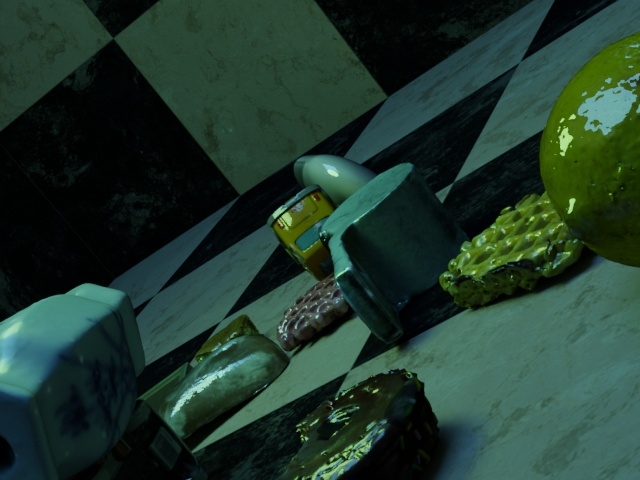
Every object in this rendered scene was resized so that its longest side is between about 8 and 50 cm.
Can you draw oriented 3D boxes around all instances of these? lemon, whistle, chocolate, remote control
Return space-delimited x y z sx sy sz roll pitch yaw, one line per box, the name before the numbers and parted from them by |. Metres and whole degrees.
lemon | 0.378 -0.098 1.419 0.310 0.258 0.258 -42 11 -31
whistle | 0.093 0.028 2.029 0.188 0.168 0.404 -29 15 38
chocolate | -0.183 0.243 2.219 0.254 0.080 0.157 -34 13 -8
remote control | 0.056 -0.097 2.520 0.103 0.221 0.332 -56 12 -3

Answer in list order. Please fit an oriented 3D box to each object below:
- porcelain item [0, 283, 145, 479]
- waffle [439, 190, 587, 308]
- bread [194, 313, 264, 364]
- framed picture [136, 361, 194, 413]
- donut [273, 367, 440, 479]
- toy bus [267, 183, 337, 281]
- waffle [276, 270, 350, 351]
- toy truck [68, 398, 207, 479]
porcelain item | -0.373 0.206 1.781 0.179 0.242 0.405 -8 16 15
waffle | 0.297 -0.002 1.795 0.312 0.060 0.307 -34 10 23
bread | -0.174 0.206 2.421 0.128 0.069 0.140 -38 10 10
framed picture | -0.388 0.402 2.429 0.326 0.028 0.446 -37 12 8
donut | 0.047 0.249 1.495 0.216 0.096 0.230 -33 12 16
toy bus | 0.000 0.000 2.378 0.126 0.136 0.209 -38 -25 -1
waffle | 0.012 0.107 2.263 0.234 0.055 0.221 -37 9 20
toy truck | -0.321 0.404 1.833 0.207 0.173 0.387 -34 12 21
